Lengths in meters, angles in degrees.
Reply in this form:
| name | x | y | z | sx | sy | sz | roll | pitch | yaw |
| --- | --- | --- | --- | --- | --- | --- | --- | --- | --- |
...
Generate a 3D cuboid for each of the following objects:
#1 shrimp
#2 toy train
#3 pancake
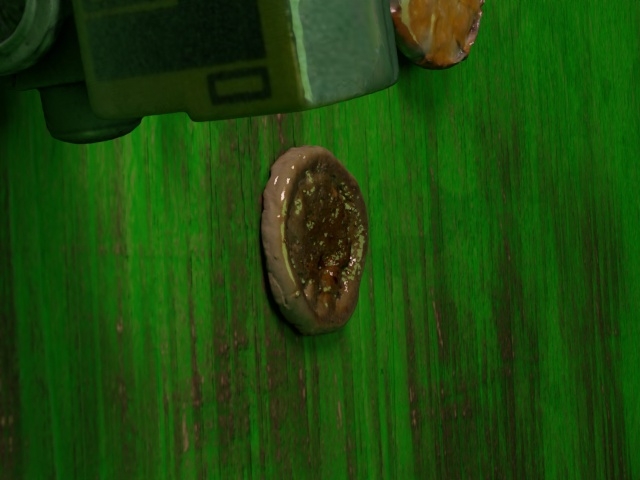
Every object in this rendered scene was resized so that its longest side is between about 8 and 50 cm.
| name | x | y | z | sx | sy | sz | roll | pitch | yaw |
| --- | --- | --- | --- | --- | --- | --- | --- | --- | --- |
| shrimp | 0.105 | -0.299 | 1.394 | 0.164 | 0.062 | 0.317 | 44 | 50 | -49 |
| toy train | -0.101 | -0.235 | 0.774 | 0.150 | 0.237 | 0.369 | -26 | 109 | -60 |
| pancake | -0.001 | 0.000 | 1.177 | 0.151 | 0.025 | 0.152 | 17 | 71 | -61 |
